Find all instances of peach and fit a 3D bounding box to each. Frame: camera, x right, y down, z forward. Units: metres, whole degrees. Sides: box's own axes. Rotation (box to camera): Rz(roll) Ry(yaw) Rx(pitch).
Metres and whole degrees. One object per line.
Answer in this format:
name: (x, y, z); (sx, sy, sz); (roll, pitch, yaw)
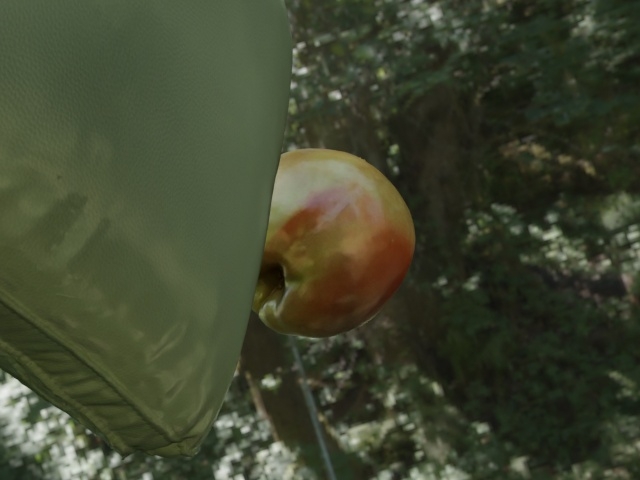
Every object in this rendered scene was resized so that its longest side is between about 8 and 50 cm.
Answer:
peach: (0.000, 0.000, 1.071); (0.184, 0.184, 0.184); (-18, -2, -1)

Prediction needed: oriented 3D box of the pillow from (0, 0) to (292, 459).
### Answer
pillow: (-0.102, -0.078, 0.418); (0.120, 0.255, 0.322); (-2, -28, 22)
